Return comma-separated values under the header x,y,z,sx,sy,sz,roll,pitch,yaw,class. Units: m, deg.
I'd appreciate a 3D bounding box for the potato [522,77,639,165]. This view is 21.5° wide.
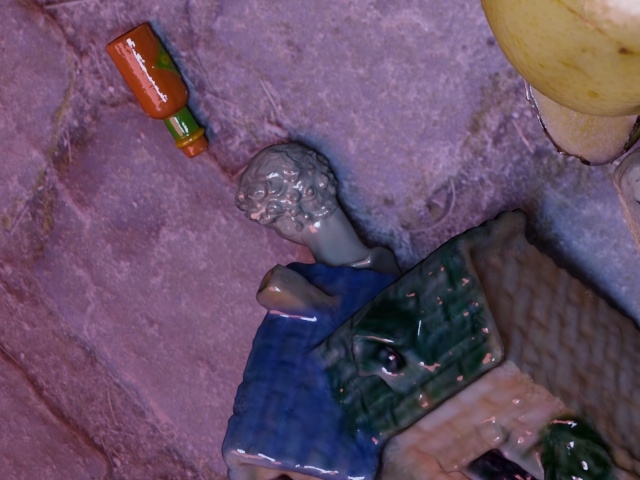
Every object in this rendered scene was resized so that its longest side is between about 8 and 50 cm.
x,y,z,sx,sy,sz,roll,pitch,yaw,class
0.303,-0.183,1.797,0.164,0.081,0.200,25,129,37,potato

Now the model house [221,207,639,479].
x,y,z,sx,sy,sz,roll,pitch,yaw,class
0.099,0.197,1.940,0.400,0.395,0.445,41,131,-16,model house

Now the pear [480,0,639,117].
x,y,z,sx,sy,sz,roll,pitch,yaw,class
0.307,-0.268,1.543,0.348,0.348,0.348,22,130,28,pear

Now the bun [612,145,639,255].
x,y,z,sx,sy,sz,roll,pitch,yaw,class
0.401,-0.002,1.744,0.141,0.239,0.239,-23,105,6,bun

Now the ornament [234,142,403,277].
x,y,z,sx,sy,sz,roll,pitch,yaw,class
0.011,-0.003,2.142,0.285,0.120,0.130,47,118,2,ornament

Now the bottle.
x,y,z,sx,sy,sz,roll,pitch,yaw,class
-0.210,-0.195,2.238,0.069,0.069,0.187,-17,109,46,bottle
